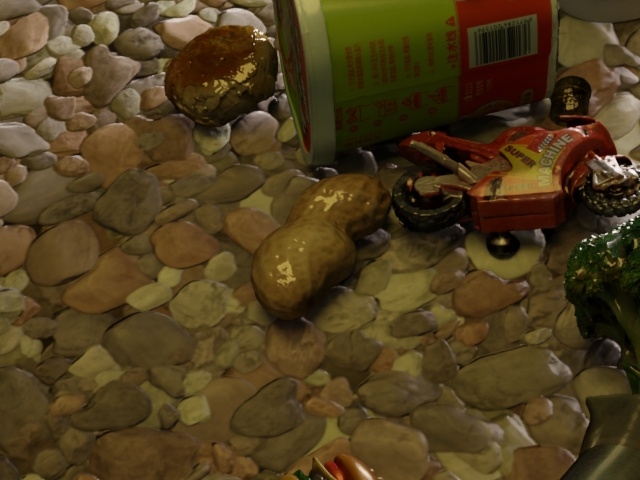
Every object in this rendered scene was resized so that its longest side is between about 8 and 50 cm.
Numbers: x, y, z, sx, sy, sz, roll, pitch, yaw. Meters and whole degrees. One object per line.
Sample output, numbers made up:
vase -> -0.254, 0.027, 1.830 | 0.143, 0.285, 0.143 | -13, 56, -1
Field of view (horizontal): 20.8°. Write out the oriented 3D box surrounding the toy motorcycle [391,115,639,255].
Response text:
toy motorcycle -> 0.229, -0.071, 1.992 | 0.298, 0.089, 0.171 | -2, 45, 12

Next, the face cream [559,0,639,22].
face cream -> 0.369, -0.389, 2.219 | 0.177, 0.153, 0.177 | -7, 45, 7

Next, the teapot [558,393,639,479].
teapot -> 0.246, 0.329, 1.522 | 0.300, 0.253, 0.344 | 45, 58, 4

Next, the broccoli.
broccoli -> 0.361, 0.090, 1.731 | 0.254, 0.269, 0.269 | 2, 47, 22

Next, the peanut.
peanut -> 0.000, -0.001, 1.983 | 0.104, 0.085, 0.228 | 22, 53, 19

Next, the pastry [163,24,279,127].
pastry -> -0.125, -0.210, 2.212 | 0.153, 0.081, 0.153 | -9, 53, 12

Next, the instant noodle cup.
instant noodle cup -> 0.112, -0.256, 2.095 | 0.308, 0.294, 0.294 | -9, 45, -6

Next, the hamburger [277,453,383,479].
hamburger -> 0.019, 0.281, 1.660 | 0.115, 0.162, 0.162 | -24, 46, -13

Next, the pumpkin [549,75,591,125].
pumpkin -> 0.303, -0.175, 2.118 | 0.050, 0.028, 0.083 | -1, 51, 10
